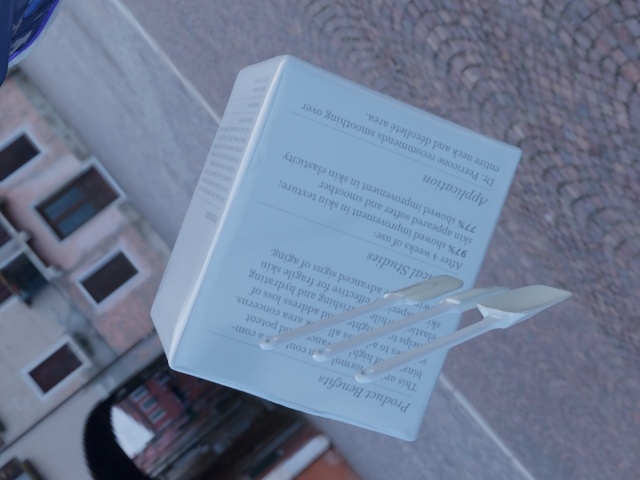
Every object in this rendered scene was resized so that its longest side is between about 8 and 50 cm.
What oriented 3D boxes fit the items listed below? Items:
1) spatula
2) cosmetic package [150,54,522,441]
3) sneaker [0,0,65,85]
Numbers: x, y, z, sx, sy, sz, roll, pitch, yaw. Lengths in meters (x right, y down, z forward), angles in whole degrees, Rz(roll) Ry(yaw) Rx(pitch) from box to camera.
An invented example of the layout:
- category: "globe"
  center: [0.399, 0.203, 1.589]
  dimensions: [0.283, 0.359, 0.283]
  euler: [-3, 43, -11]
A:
- category: "spatula"
  center: [0.083, 0.067, 0.855]
  dimensions: [0.168, 0.242, 0.019]
  euler: [13, 112, 49]
- category: "cosmetic package"
  center: [0.000, 0.000, 1.311]
  dimensions: [0.330, 0.393, 0.327]
  euler: [21, -178, -16]
- category: "sneaker"
  center: [-0.208, -0.245, 0.627]
  dimensions: [0.130, 0.322, 0.236]
  euler: [31, -170, 0]
